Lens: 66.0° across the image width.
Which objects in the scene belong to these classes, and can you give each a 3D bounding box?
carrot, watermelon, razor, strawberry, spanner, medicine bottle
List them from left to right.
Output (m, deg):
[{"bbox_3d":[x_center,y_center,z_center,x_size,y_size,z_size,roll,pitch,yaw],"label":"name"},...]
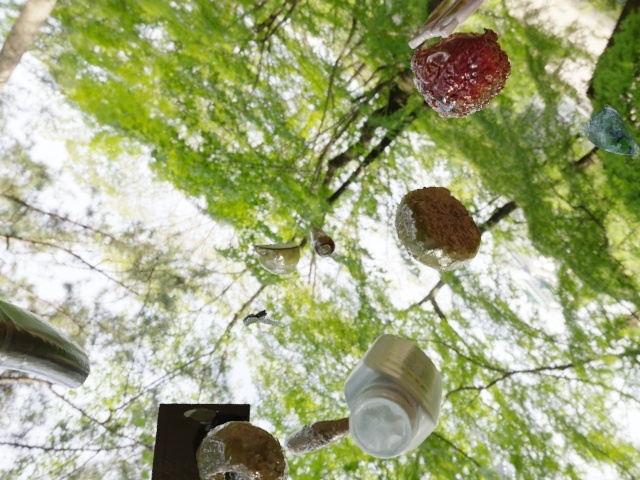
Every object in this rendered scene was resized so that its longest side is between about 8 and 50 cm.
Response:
[{"bbox_3d":[-0.685,0.230,1.134,0.204,0.113,0.349,31,167,31],"label":"razor"},{"bbox_3d":[-0.210,0.306,1.872,0.026,0.093,0.325,58,-176,20],"label":"spanner"},{"bbox_3d":[0.000,0.000,1.244,0.055,0.055,0.161,36,-174,-18],"label":"carrot"},{"bbox_3d":[0.145,0.296,0.963,0.179,0.124,0.324,41,-168,9],"label":"medicine bottle"},{"bbox_3d":[0.378,-0.444,1.354,0.274,0.220,0.274,11,178,0],"label":"strawberry"},{"bbox_3d":[0.694,-0.259,1.160,0.080,0.101,0.155,-5,-130,-1],"label":"watermelon"}]

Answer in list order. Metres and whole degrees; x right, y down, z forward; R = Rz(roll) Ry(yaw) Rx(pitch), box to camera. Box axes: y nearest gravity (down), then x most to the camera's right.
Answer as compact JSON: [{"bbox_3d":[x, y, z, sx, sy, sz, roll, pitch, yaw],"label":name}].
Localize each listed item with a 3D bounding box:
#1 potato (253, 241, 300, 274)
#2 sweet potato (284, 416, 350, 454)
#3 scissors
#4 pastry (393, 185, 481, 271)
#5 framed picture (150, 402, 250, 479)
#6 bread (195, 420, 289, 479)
[{"bbox_3d":[-0.148,0.074,1.684,0.149,0.120,0.081,-4,-164,-31],"label":"potato"},{"bbox_3d":[-0.026,0.664,1.670,0.114,0.342,0.092,-12,-107,-53],"label":"sweet potato"},{"bbox_3d":[0.275,-0.435,0.821,0.024,0.317,0.160,47,168,-23],"label":"scissors"},{"bbox_3d":[0.243,-0.023,1.042,0.182,0.093,0.192,-3,-122,-34],"label":"pastry"},{"bbox_3d":[-0.311,0.592,1.281,0.244,0.013,0.323,6,-108,-15],"label":"framed picture"},{"bbox_3d":[-0.187,0.539,1.167,0.230,0.230,0.123,42,-151,-4],"label":"bread"}]
